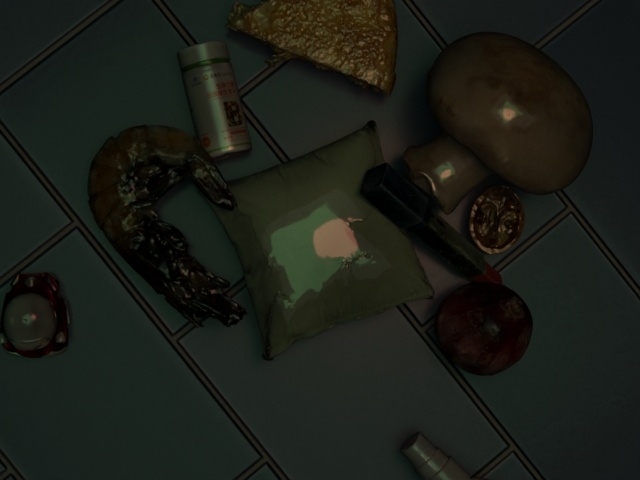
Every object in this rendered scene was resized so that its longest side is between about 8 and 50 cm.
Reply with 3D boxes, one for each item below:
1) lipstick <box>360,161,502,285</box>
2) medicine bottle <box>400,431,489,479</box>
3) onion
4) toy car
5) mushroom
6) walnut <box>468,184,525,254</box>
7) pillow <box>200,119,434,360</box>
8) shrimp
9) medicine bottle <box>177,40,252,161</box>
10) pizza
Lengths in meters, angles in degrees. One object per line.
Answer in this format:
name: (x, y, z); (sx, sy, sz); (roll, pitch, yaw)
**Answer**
lipstick: (0.188, -0.011, 1.897); (0.312, 0.051, 0.051); (39, 48, -28)
medicine bottle: (0.266, 0.455, 1.904); (0.110, 0.110, 0.352); (-43, 92, -5)
onion: (0.273, 0.133, 1.876); (0.159, 0.195, 0.160); (6, 70, -16)
toy car: (-0.461, 0.120, 1.859); (0.112, 0.112, 0.139); (-1, 89, -4)
mushroom: (0.275, -0.173, 1.867); (0.297, 0.297, 0.290); (41, 112, -2)
walnut: (0.291, -0.032, 1.953); (0.091, 0.052, 0.121); (18, 80, -1)
pillow: (0.000, 0.000, 1.896); (0.310, 0.119, 0.313); (-21, 88, -4)
shrimp: (-0.225, -0.030, 1.866); (0.365, 0.071, 0.233); (46, 105, 11)
medicine bottle: (-0.173, -0.226, 1.908); (0.086, 0.086, 0.184); (-14, 90, -5)
pizza: (-0.014, -0.376, 1.936); (0.287, 0.075, 0.280); (0, 84, -3)
